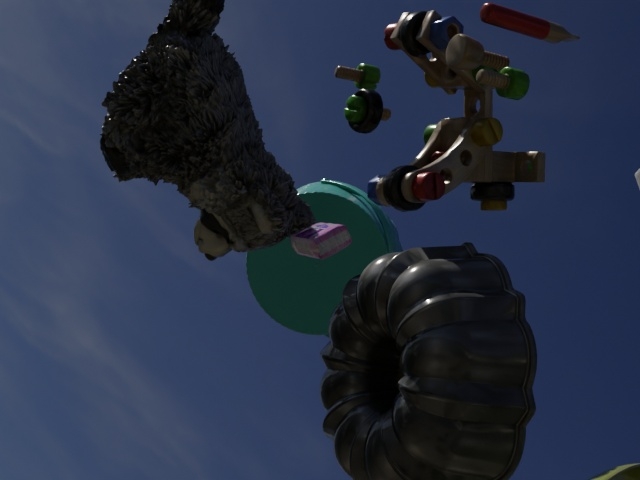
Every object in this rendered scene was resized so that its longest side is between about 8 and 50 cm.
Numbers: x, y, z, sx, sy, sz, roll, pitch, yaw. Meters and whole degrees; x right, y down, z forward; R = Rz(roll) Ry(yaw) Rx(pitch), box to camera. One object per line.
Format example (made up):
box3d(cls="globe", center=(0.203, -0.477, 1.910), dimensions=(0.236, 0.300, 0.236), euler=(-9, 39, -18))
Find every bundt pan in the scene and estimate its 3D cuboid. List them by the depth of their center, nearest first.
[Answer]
box3d(cls="bundt pan", center=(0.102, 0.159, 1.317), dimensions=(0.331, 0.124, 0.330), euler=(-22, -115, 58))

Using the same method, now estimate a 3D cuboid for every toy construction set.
box3d(cls="toy construction set", center=(0.209, -0.168, 1.419), dimensions=(0.309, 0.237, 0.257), euler=(-38, -127, 49))

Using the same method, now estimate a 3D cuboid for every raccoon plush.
box3d(cls="raccoon plush", center=(-0.123, -0.194, 1.570), dimensions=(0.299, 0.216, 0.446), euler=(22, -65, 22))

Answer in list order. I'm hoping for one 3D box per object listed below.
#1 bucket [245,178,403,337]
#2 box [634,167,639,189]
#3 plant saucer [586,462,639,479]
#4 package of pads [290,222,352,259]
box3d(cls="bucket", center=(0.007, 0.034, 1.936), dimensions=(0.281, 0.281, 0.183), euler=(46, 8, 3))
box3d(cls="box", center=(0.506, -0.077, 1.477), dimensions=(0.170, 0.091, 0.130), euler=(116, -32, -59))
box3d(cls="plant saucer", center=(0.265, 0.324, 1.121), dimensions=(0.037, 0.241, 0.241), euler=(25, -38, 44))
box3d(cls="package of pads", center=(0.000, 0.000, 1.431), dimensions=(0.083, 0.050, 0.032), euler=(9, -58, 66))
